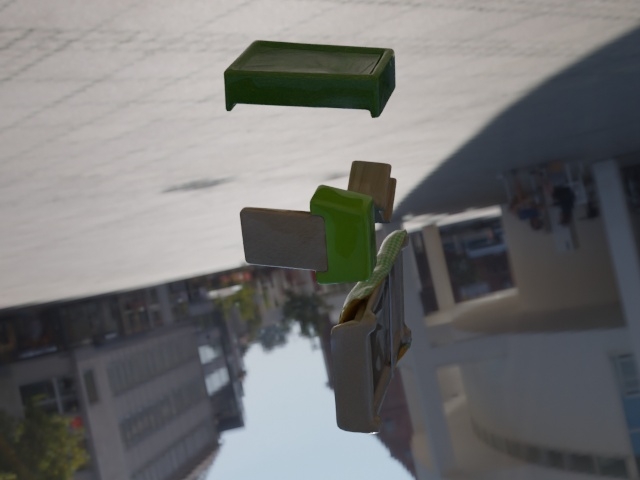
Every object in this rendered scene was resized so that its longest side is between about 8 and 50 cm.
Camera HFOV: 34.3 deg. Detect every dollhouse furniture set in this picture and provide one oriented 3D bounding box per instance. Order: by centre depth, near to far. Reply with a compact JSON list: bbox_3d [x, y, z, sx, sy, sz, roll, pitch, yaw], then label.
[{"bbox_3d":[0.000,0.000,0.416,0.058,0.152,0.076,5,-149,15],"label":"dollhouse furniture set"}]
